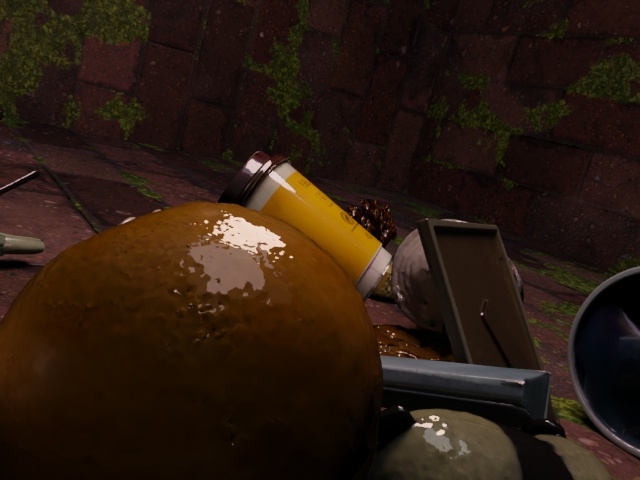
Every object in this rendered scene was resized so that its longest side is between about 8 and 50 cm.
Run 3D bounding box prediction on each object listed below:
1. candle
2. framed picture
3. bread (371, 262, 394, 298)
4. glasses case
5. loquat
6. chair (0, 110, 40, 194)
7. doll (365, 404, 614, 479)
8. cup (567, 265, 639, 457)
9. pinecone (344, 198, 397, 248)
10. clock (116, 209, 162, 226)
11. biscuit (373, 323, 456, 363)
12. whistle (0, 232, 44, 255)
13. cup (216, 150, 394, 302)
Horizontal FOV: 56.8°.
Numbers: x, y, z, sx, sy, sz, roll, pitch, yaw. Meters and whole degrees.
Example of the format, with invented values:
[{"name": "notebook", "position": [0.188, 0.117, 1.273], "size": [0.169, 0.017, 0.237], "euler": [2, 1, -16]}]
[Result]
[{"name": "candle", "position": [0.211, 0.061, 0.939], "size": [0.187, 0.187, 0.330], "euler": [22, -5, 31]}, {"name": "framed picture", "position": [0.217, 0.114, 0.738], "size": [0.020, 0.289, 0.211], "euler": [-24, -15, 37]}, {"name": "bread", "position": [0.122, 0.076, 1.246], "size": [0.117, 0.064, 0.156], "euler": [19, 10, -1]}, {"name": "glasses case", "position": [0.089, 0.154, 0.616], "size": [0.266, 0.056, 0.105], "euler": [-2, -6, 34]}, {"name": "loquat", "position": [-0.087, 0.097, 0.412], "size": [0.263, 0.263, 0.263], "euler": [14, 11, -3]}, {"name": "chair", "position": [-0.636, -0.111, 0.967], "size": [0.159, 0.172, 0.247], "euler": [20, 55, 21]}, {"name": "doll", "position": [0.132, 0.208, 0.461], "size": [0.234, 0.135, 0.143], "euler": [16, 13, -15]}, {"name": "cup", "position": [0.581, 0.186, 0.827], "size": [0.311, 0.256, 0.331], "euler": [8, 11, -36]}, {"name": "pinecone", "position": [0.116, -0.033, 1.551], "size": [0.174, 0.173, 0.173], "euler": [14, 11, -3]}, {"name": "clock", "position": [-0.197, 0.062, 0.578], "size": [0.062, 0.191, 0.151], "euler": [16, 11, 4]}, {"name": "biscuit", "position": [0.149, 0.175, 0.863], "size": [0.226, 0.042, 0.226], "euler": [15, 10, -3]}, {"name": "whistle", "position": [-0.487, 0.006, 0.788], "size": [0.114, 0.077, 0.236], "euler": [-11, -11, 33]}, {"name": "cup", "position": [-0.033, -0.002, 0.947], "size": [0.280, 0.196, 0.196], "euler": [36, 13, 2]}]
